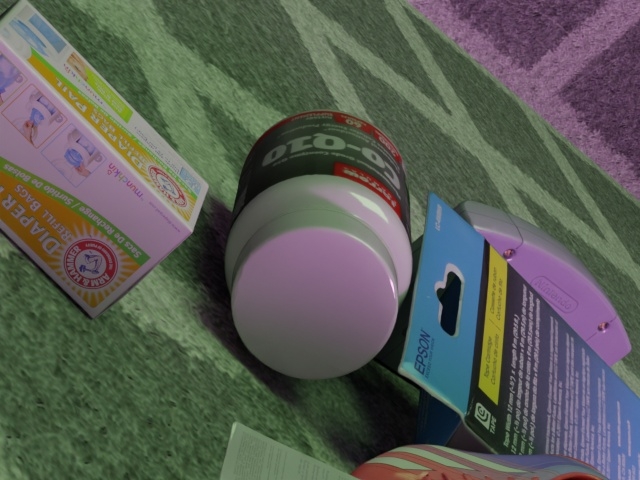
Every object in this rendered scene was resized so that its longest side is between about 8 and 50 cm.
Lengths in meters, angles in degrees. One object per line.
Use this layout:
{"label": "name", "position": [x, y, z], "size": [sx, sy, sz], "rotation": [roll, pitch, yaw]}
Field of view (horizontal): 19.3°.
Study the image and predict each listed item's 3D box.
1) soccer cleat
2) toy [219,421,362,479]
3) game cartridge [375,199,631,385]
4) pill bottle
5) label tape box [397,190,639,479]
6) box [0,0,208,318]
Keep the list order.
{"label": "soccer cleat", "position": [0.129, 0.205, 1.479], "size": [0.248, 0.083, 0.095], "rotation": [4, -1, -30]}
{"label": "toy", "position": [0.004, 0.227, 1.265], "size": [0.237, 0.056, 0.137], "rotation": [31, 59, -37]}
{"label": "game cartridge", "position": [0.173, 0.078, 1.861], "size": [0.297, 0.198, 0.062], "rotation": [35, 17, -42]}
{"label": "pill bottle", "position": [0.000, 0.000, 1.638], "size": [0.161, 0.161, 0.283], "rotation": [45, 16, -14]}
{"label": "label tape box", "position": [0.163, 0.160, 1.685], "size": [0.348, 0.115, 0.249], "rotation": [43, 32, -22]}
{"label": "box", "position": [-0.190, -0.060, 1.369], "size": [0.203, 0.103, 0.114], "rotation": [45, 16, -13]}
